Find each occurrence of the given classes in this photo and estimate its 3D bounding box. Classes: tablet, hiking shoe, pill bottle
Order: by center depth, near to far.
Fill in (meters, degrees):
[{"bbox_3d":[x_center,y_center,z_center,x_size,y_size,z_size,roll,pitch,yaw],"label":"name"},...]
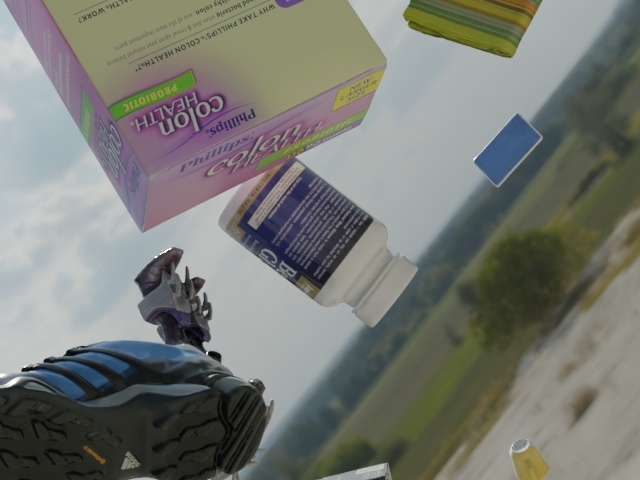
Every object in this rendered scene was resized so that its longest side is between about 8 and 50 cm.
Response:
[{"bbox_3d":[-0.200,0.142,1.107,0.132,0.304,0.113,39,121,55],"label":"hiking shoe"},{"bbox_3d":[0.000,0.000,1.243,0.094,0.169,0.094,-52,-2,-2],"label":"pill bottle"},{"bbox_3d":[0.229,-0.111,1.701,0.083,0.054,0.006,-48,-37,14],"label":"tablet"}]

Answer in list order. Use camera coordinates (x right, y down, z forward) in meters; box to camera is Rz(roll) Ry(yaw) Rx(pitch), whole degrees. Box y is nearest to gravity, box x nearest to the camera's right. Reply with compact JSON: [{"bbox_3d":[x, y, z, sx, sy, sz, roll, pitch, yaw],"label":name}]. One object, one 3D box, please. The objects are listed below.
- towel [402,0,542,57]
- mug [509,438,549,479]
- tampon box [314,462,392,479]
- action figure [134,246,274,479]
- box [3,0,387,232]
[{"bbox_3d":[0.167,-0.260,1.156,0.237,0.102,0.021,-59,-25,-14],"label":"towel"},{"bbox_3d":[0.366,0.384,2.434,0.062,0.064,0.078,-40,31,-21],"label":"mug"},{"bbox_3d":[0.042,0.333,1.486,0.101,0.161,0.120,-14,-3,4],"label":"tampon box"},{"bbox_3d":[-0.143,0.156,1.598,0.099,0.285,0.185,-32,-34,17],"label":"action figure"},{"bbox_3d":[-0.106,-0.169,1.114,0.213,0.243,0.117,-28,-14,-19],"label":"box"}]
